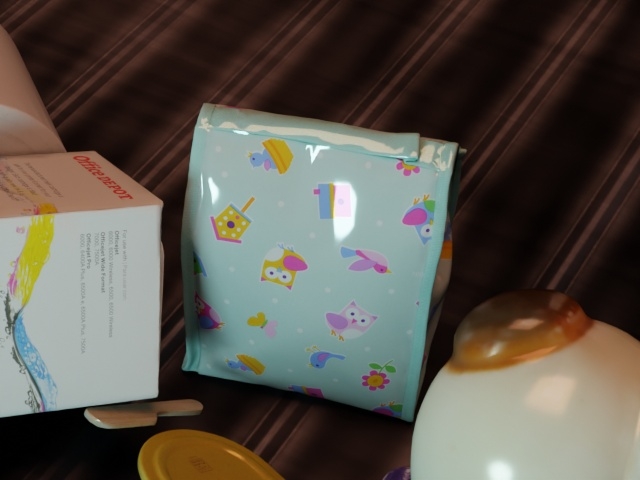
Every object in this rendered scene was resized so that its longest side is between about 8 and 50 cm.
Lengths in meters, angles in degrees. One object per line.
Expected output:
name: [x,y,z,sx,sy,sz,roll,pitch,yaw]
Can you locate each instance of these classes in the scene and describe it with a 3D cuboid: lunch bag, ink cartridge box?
lunch bag: [0.000,0.000,1.483,0.223,0.262,0.160,11,42,7]
ink cartridge box: [-0.259,0.034,1.404,0.233,0.168,0.171,-5,19,-24]

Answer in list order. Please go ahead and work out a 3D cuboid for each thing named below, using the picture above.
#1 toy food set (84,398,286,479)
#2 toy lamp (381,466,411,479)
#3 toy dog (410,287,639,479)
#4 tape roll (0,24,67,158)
toy food set: [-0.088,0.216,1.386,0.218,0.071,0.128,40,28,30]
toy lamp: [0.045,0.282,1.308,0.080,0.080,0.274,10,42,5]
toy dog: [0.260,0.195,1.259,0.408,0.284,0.395,18,21,22]
tape roll: [-0.352,-0.071,1.538,0.246,0.246,0.169,-12,44,-19]
